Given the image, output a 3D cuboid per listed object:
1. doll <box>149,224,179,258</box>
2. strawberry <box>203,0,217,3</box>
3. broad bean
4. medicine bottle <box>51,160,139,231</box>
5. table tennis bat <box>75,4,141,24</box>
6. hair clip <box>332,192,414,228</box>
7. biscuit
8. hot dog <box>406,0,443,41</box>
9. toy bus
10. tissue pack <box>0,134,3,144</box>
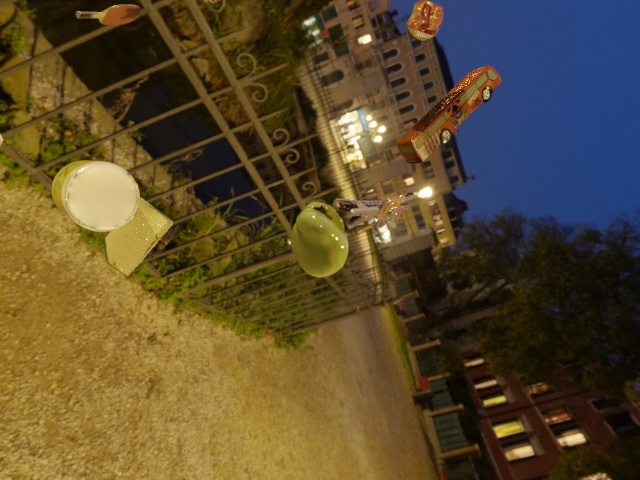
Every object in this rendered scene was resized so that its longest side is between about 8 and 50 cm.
[{"bbox_3d":[-0.634,0.007,1.671,0.057,0.139,0.165,40,16,-24],"label":"doll"},{"bbox_3d":[-0.360,-0.829,1.346,0.152,0.104,0.048,87,1,-68],"label":"strawberry"},{"bbox_3d":[0.000,0.000,1.151,0.100,0.169,0.228,-57,168,-49],"label":"broad bean"},{"bbox_3d":[-0.749,-0.155,1.378,0.379,0.213,0.213,13,-46,51],"label":"medicine bottle"},{"bbox_3d":[-0.792,-0.849,1.579,0.246,0.138,0.022,-35,106,-46],"label":"table tennis bat"},{"bbox_3d":[0.179,-0.093,1.341,0.137,0.279,0.090,103,-26,-43],"label":"hair clip"},{"bbox_3d":[-0.657,-0.012,1.484,0.150,0.252,0.052,38,-4,-14],"label":"biscuit"},{"bbox_3d":[0.345,-0.722,1.374,0.059,0.108,0.191,116,-2,-61],"label":"hot dog"},{"bbox_3d":[0.401,-0.389,1.291,0.092,0.409,0.093,51,-17,-22],"label":"toy bus"},{"bbox_3d":[-0.906,-0.294,0.989,0.186,0.222,0.090,93,5,-52],"label":"tissue pack"}]
